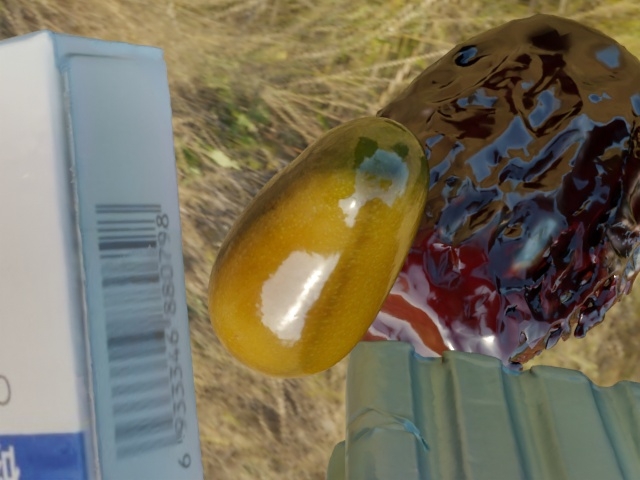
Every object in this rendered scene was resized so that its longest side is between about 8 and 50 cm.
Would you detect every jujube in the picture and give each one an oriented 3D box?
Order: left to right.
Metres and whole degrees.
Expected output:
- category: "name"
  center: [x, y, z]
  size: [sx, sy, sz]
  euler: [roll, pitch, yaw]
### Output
- category: "jujube"
  center: [0.158, -0.037, 1.135]
  size: [0.376, 0.258, 0.258]
  euler: [-40, 124, -44]

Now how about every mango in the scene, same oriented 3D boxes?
- category: "mango"
  center: [0.000, 0.000, 0.657]
  size: [0.102, 0.085, 0.184]
  euler: [-41, 165, -38]

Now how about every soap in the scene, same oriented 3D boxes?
- category: "soap"
  center: [0.108, 0.184, 0.677]
  size: [0.208, 0.347, 0.115]
  euler: [9, 112, -3]

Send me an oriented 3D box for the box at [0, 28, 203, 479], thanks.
- category: "box"
  center: [-0.203, 0.046, 0.536]
  size: [0.065, 0.343, 0.200]
  euler: [-4, 88, -58]
